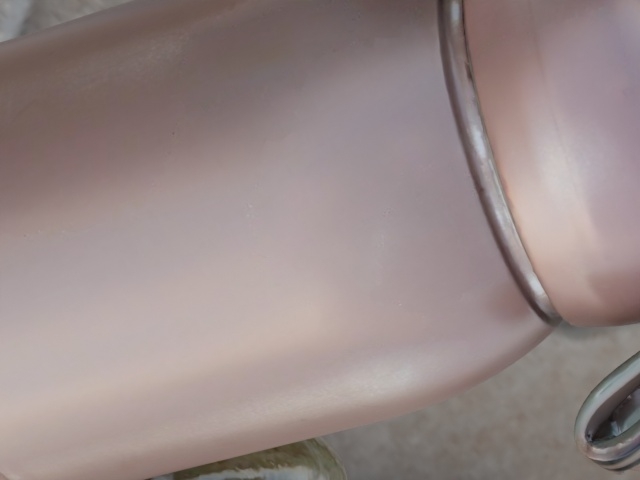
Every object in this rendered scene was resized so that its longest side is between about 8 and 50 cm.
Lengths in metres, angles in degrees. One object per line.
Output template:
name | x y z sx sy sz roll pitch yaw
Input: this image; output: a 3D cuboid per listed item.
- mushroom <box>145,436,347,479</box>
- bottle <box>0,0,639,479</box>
mushroom | -0.119 0.170 0.987 0.286 0.156 0.151 -28 165 -7
bottle | 0.000 0.000 0.653 0.297 0.206 0.173 -15 165 17
